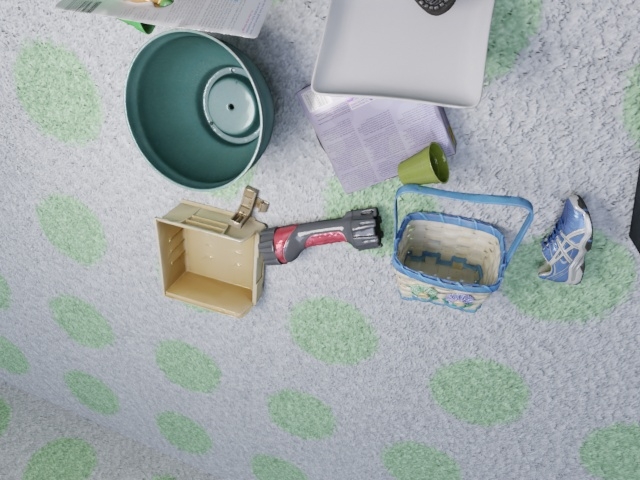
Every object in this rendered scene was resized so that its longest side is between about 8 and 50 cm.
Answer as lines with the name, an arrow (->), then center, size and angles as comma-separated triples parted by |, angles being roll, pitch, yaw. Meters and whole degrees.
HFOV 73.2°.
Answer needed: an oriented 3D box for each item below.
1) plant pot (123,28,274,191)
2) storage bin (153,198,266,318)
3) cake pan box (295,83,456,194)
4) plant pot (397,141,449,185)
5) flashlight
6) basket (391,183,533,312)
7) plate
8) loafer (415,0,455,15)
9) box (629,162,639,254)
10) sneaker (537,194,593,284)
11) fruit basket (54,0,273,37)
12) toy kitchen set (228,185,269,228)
plant pot -> -0.215, -0.268, 0.888 | 0.292, 0.196, 0.293 | 7, 114, 16
storage bin -> -0.292, 0.053, 1.174 | 0.260, 0.123, 0.262 | 15, 124, 10
cake pan box -> 0.111, -0.245, 0.881 | 0.266, 0.070, 0.246 | -19, 111, 28
plant pot -> 0.196, -0.140, 0.840 | 0.079, 0.083, 0.083 | -14, 116, 40
flashlight -> 0.000, 0.000, 1.056 | 0.303, 0.103, 0.103 | -6, 145, 21
basket -> 0.277, 0.013, 0.903 | 0.254, 0.201, 0.289 | 9, 133, 14
plate -> 0.143, -0.354, 0.733 | 0.277, 0.045, 0.278 | 9, 80, 12
loafer -> 0.165, -0.466, 0.688 | 0.080, 0.078, 0.220 | -22, 91, 32
box -> 0.678, -0.098, 0.759 | 0.184, 0.103, 0.261 | -1, 120, 23
sneaker -> 0.505, 0.005, 0.895 | 0.081, 0.080, 0.211 | 0, 120, 16
fruit basket -> -0.218, -0.469, 0.733 | 0.352, 0.327, 0.165 | 14, 157, 5
toy kitchen set -> -0.176, -0.077, 1.081 | 0.068, 0.075, 0.083 | 24, 125, 2
